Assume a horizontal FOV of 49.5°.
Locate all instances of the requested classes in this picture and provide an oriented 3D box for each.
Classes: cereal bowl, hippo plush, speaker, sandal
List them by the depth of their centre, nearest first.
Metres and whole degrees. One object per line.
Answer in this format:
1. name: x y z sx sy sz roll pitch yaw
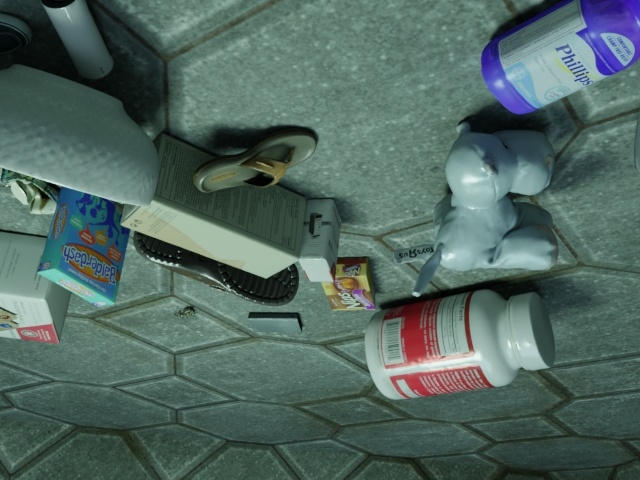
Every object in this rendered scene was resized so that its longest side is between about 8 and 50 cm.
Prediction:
1. speaker: -0.335 -0.289 0.963 0.055 0.055 0.136 0 150 6
2. cereal bowl: -0.395 -0.167 1.030 0.338 0.141 0.339 18 -178 -1
3. hippo plush: 0.263 -0.085 1.164 0.294 0.234 0.237 -8 121 -8
4. sandal: -0.106 -0.122 1.172 0.219 0.060 0.090 -19 149 -10

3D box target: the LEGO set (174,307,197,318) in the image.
1. LEGO set: -0.360 0.192 1.863 0.083 0.024 0.054 0 151 34

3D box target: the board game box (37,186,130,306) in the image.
1. board game box: -0.443 -0.001 1.331 0.047 0.210 0.160 -11 148 24

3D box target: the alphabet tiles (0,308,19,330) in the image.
1. alphabet tiles: -0.803 0.167 1.546 0.237 0.009 0.198 -12 147 26

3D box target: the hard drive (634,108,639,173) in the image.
1. hard drive: 0.579 -0.175 1.060 0.171 0.054 0.255 -5 150 15

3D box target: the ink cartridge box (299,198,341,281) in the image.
1. ink cartridge box: 0.000 0.000 1.358 0.056 0.135 0.099 0 150 14

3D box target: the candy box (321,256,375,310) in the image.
1. candy box: 0.066 0.104 1.620 0.109 0.053 0.187 -2 149 10

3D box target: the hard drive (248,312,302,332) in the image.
1. hard drive: -0.122 0.223 1.882 0.135 0.022 0.094 0 151 7

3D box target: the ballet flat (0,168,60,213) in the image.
1. ballet flat: -0.553 -0.087 1.339 0.070 0.070 0.188 -5 150 16

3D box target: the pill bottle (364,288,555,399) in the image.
1. pill bottle: 0.331 0.245 1.660 0.407 0.229 0.229 -15 146 30

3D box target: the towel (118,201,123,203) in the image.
1. towel: -0.426 -0.115 1.249 0.152 0.113 0.023 21 103 -29

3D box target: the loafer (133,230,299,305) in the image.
1. loafer: -0.217 0.036 1.484 0.365 0.134 0.130 24 169 -15

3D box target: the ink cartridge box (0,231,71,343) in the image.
1. ink cartridge box: -0.796 0.100 1.600 0.384 0.161 0.279 9 150 -9

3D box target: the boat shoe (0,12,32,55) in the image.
1. boat shoe: -0.504 -0.269 0.989 0.183 0.083 0.065 -2 150 9

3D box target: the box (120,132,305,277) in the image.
1. box: -0.188 -0.055 1.274 0.311 0.148 0.121 24 145 -30

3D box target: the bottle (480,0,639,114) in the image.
1. bottle: 0.351 -0.263 0.890 0.282 0.092 0.118 -22 141 38

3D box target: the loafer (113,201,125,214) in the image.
1. loafer: -0.286 -0.055 1.347 0.220 0.080 0.078 17 149 -22
